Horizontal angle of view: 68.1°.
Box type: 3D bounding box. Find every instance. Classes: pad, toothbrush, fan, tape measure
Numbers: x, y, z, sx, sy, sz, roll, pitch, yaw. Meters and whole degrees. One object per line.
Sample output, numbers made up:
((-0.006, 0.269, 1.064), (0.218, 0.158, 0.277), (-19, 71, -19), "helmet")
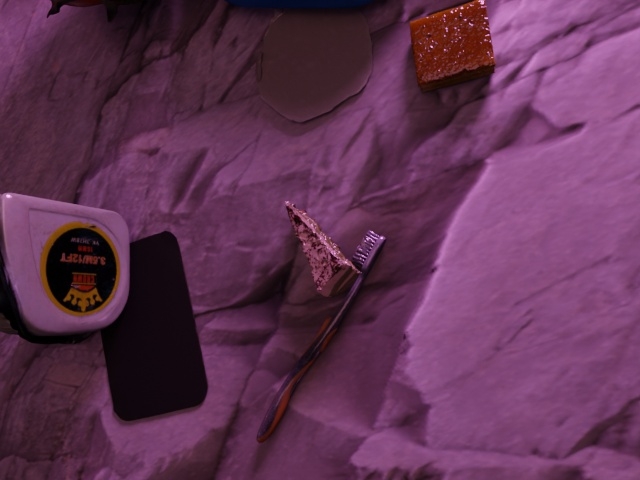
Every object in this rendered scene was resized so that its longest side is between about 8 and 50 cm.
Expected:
((-0.269, 0.131, 0.728), (0.181, 0.004, 0.267), (-18, 79, 18), "pad")
((-0.003, 0.132, 0.619), (0.031, 0.023, 0.321), (30, 95, 27), "toothbrush")
((-0.044, -0.315, 0.682), (0.182, 0.010, 0.310), (-31, 76, 11), "fan")
((-0.386, 0.044, 0.651), (0.115, 0.235, 0.207), (-2, 84, 23), "tape measure")

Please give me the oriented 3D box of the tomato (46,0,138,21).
((-0.332, -0.449, 0.678), (0.255, 0.256, 0.225), (-3, 99, 20), "tomato")

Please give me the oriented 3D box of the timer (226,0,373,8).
((-0.017, -0.476, 0.631), (0.339, 0.115, 0.309), (11, 89, 19), "timer")

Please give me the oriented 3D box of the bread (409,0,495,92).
((0.163, -0.240, 0.586), (0.094, 0.035, 0.090), (-10, 81, 20), "bread")

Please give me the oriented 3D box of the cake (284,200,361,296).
((0.000, 0.000, 0.605), (0.055, 0.051, 0.140), (-34, 64, 21), "cake")
